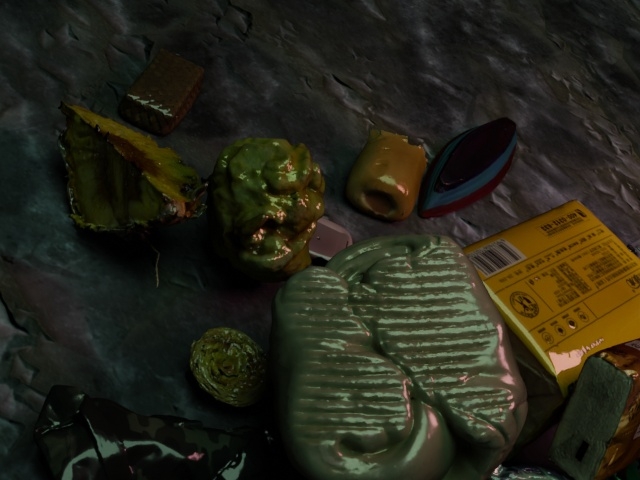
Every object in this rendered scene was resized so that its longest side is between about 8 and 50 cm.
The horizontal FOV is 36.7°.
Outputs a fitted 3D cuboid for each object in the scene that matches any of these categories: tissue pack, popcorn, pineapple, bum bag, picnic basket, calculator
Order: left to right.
[{"bbox_3d":[-0.274,-0.068,1.456,0.334,0.158,0.161,31,12,34],"label":"pineapple"},{"bbox_3d":[-0.278,-0.268,1.716,0.110,0.055,0.193,26,40,-5],"label":"picnic basket"},{"bbox_3d":[-0.190,0.271,1.208,0.340,0.095,0.144,17,39,-25],"label":"bum bag"},{"bbox_3d":[-0.093,-0.046,1.469,0.192,0.233,0.266,12,25,-5],"label":"popcorn"},{"bbox_3d":[0.000,0.000,1.631,0.166,0.024,0.103,23,42,-6],"label":"calculator"},{"bbox_3d":[0.349,0.129,1.550,0.382,0.228,0.293,-21,60,-40],"label":"tissue pack"},{"bbox_3d":[0.429,0.232,1.371,0.226,0.183,0.092,-3,28,-47],"label":"tissue pack"}]

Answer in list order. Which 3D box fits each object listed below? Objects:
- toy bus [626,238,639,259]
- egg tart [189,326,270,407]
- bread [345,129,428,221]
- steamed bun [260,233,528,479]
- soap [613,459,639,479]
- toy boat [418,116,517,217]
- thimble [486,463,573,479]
[{"bbox_3d":[0.605,0.079,1.813,0.209,0.136,0.126,-20,61,-40],"label":"toy bus"},{"bbox_3d":[-0.130,0.184,1.361,0.129,0.049,0.129,20,43,-20],"label":"egg tart"},{"bbox_3d":[0.124,-0.120,1.773,0.134,0.085,0.173,25,41,-5],"label":"bread"},{"bbox_3d":[0.087,0.186,1.321,0.342,0.255,0.368,-3,61,-9],"label":"steamed bun"},{"bbox_3d":[0.567,0.298,1.474,0.098,0.273,0.218,-6,52,-41],"label":"soap"},{"bbox_3d":[0.297,-0.153,1.921,0.136,0.079,0.392,37,39,11],"label":"toy boat"},{"bbox_3d":[0.272,0.417,1.286,0.237,0.150,0.237,14,44,-14],"label":"thimble"}]
